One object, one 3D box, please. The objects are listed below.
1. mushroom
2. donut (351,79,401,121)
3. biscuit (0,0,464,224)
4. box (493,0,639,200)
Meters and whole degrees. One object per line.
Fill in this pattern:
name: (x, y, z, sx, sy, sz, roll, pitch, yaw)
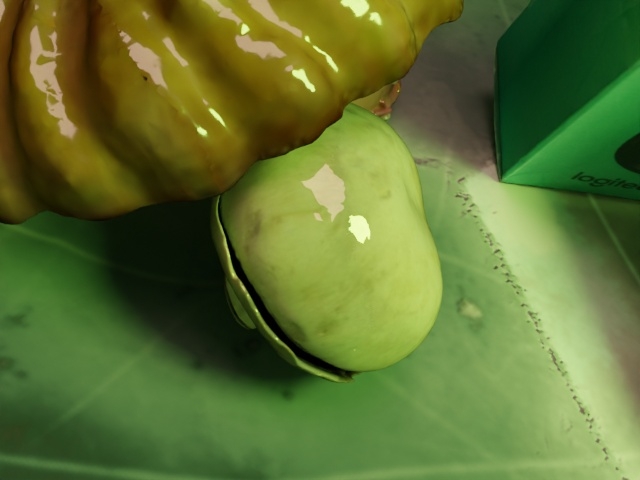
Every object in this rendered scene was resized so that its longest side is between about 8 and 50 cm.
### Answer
mushroom: (0.000, 0.000, 0.548, 0.154, 0.122, 0.154, 45, 30, -34)
donut: (-0.006, -0.113, 0.684, 0.166, 0.065, 0.117, -16, 56, -28)
biscuit: (-0.084, -0.143, 0.564, 0.326, 0.107, 0.325, -13, 40, 12)
box: (0.255, -0.124, 0.611, 0.205, 0.311, 0.118, 5, 71, -15)
